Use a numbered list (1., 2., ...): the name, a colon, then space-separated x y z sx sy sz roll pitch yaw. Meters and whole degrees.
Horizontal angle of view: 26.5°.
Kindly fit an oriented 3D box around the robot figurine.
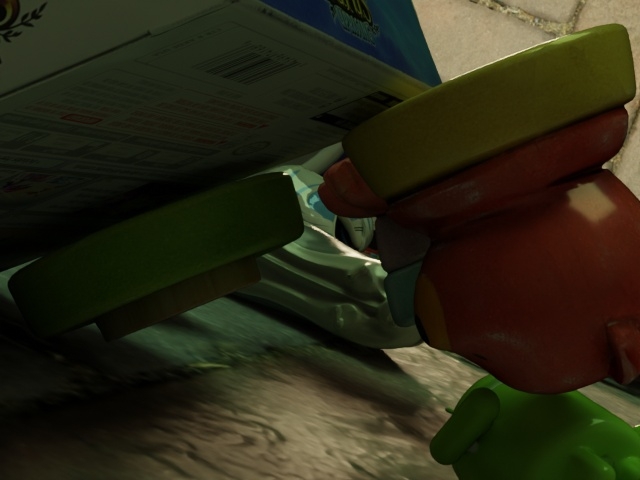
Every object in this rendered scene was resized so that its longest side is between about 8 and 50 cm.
1. robot figurine: 0.098 0.096 0.592 0.101 0.067 0.115 12 10 -24

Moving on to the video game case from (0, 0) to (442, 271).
1. video game case: -0.101 -0.047 0.494 0.244 0.061 0.269 -21 -6 15

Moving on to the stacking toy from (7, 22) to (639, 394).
1. stacking toy: 0.024 0.024 0.642 0.279 0.130 0.309 -22 -2 6

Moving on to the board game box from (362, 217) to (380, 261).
1. board game box: 0.008 -0.068 1.305 0.170 0.141 0.048 24 7 10

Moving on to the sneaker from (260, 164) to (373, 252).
1. sneaker: 0.000 0.000 1.070 0.086 0.085 0.237 58 9 12

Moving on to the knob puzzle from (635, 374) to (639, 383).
1. knob puzzle: 0.327 0.116 1.302 0.213 0.030 0.213 9 5 -1

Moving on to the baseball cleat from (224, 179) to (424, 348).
1. baseball cleat: -0.019 0.020 0.893 0.206 0.072 0.109 31 -2 19

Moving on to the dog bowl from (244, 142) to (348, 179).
1. dog bowl: -0.080 -0.154 1.118 0.265 0.265 0.104 22 -7 3
